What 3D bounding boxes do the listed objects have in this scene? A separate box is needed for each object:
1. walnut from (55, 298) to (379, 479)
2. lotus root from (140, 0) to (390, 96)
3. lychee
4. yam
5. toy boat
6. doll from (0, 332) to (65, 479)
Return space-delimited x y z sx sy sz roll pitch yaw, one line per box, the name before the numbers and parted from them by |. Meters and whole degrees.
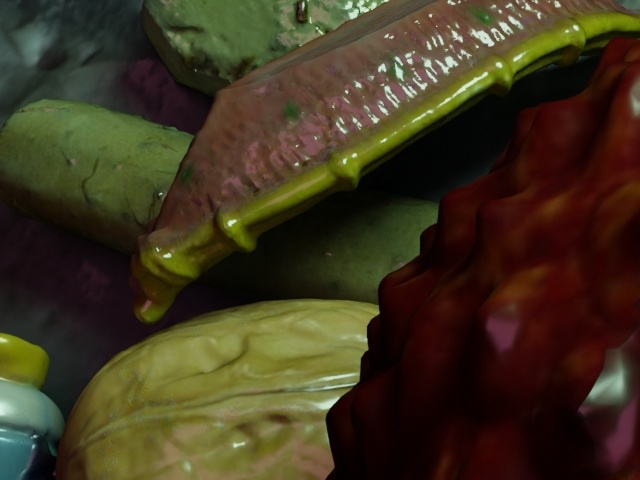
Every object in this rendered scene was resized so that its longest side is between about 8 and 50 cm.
walnut | -0.025 0.110 0.886 0.197 0.165 0.165 -16 68 2
lotus root | -0.011 -0.126 1.012 0.144 0.070 0.143 37 86 24
lychee | 0.196 0.132 0.668 0.424 0.425 0.500 16 66 22
yam | 0.000 0.000 0.961 0.371 0.083 0.083 17 77 22
toy boat | 0.038 -0.065 0.906 0.318 0.141 0.099 -25 103 -19
doll | -0.193 0.201 0.920 0.177 0.141 0.314 -13 62 26
